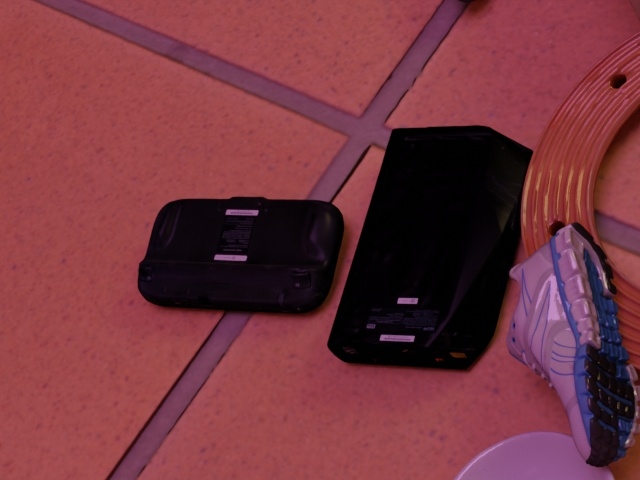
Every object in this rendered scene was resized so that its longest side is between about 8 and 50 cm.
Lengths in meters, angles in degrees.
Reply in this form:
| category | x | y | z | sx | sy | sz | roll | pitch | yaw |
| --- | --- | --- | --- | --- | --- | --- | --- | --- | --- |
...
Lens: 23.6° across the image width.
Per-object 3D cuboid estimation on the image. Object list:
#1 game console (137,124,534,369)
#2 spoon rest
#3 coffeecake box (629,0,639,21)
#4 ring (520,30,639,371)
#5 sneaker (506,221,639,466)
| category | x | y | z | sx | sy | sz | roll | pitch | yaw |
| --- | --- | --- | --- | --- | --- | --- | --- | --- | --- |
| game console | 0.000 | 0.000 | 1.320 | 0.361 | 0.044 | 0.213 | 2 | 60 | 31 |
| spoon rest | 0.162 | 0.247 | 1.032 | 0.137 | 0.084 | 0.276 | -28 | 51 | 12 |
| coffeecake box | 0.259 | -0.279 | 1.278 | 0.068 | 0.142 | 0.185 | -24 | 51 | 16 |
| ring | 0.313 | -0.044 | 1.162 | 0.336 | 0.032 | 0.337 | -17 | 53 | 24 |
| sneaker | 0.177 | 0.084 | 1.115 | 0.083 | 0.071 | 0.191 | -30 | 45 | 31 |
